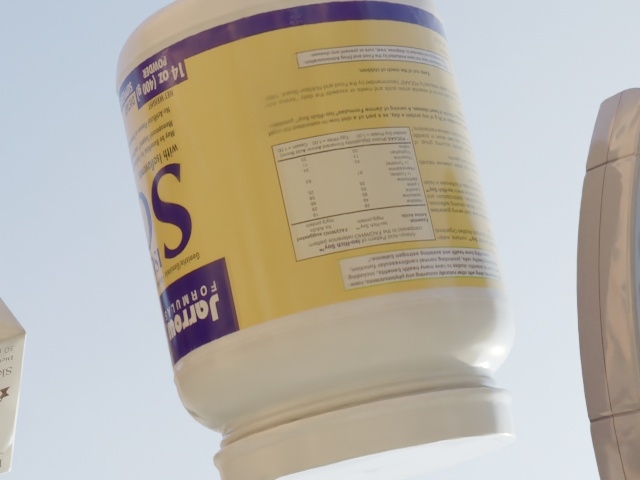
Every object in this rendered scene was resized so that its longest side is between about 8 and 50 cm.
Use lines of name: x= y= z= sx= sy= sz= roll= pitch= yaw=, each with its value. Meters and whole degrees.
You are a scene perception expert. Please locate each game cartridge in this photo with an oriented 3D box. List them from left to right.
game cartridge: x=0.253 y=0.053 z=1.257 sx=0.062 sy=0.297 sz=0.198 roll=-17 pitch=-28 yaw=41

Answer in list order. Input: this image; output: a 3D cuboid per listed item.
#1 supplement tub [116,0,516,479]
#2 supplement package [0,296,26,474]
supplement tub: x=0.000 y=0.000 z=1.300 sx=0.241 sy=0.241 sz=0.331 roll=-19 pitch=-105 yaw=25
supplement package: x=-0.379 y=0.092 z=1.359 sx=0.204 sy=0.262 sz=0.145 roll=47 pitch=-41 yaw=36
